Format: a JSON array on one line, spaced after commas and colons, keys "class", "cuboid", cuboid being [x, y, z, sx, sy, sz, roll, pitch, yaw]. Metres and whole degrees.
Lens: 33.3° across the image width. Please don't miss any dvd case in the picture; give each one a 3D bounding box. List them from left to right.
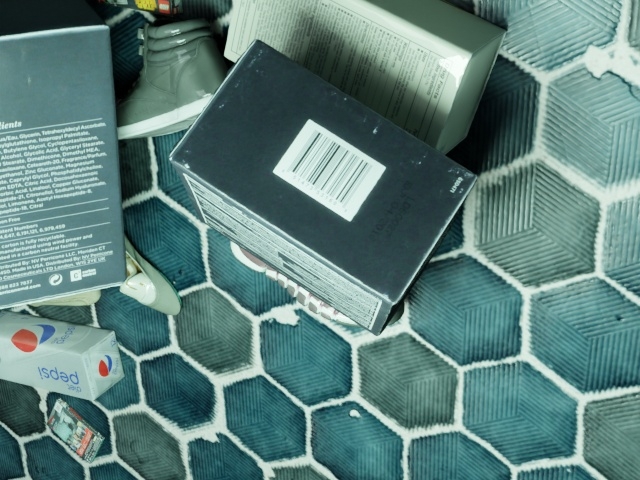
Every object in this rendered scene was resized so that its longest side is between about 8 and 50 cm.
[{"class": "dvd case", "cuboid": [-0.471, 0.365, 2.053, 0.119, 0.013, 0.087, 38, 130, 10]}]

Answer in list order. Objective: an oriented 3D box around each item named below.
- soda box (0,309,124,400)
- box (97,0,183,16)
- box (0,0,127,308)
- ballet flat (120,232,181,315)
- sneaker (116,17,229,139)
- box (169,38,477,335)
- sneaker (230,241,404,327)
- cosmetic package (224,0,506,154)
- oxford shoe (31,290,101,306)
[{"class": "soda box", "cuboid": [-0.495, 0.203, 1.927, 0.286, 0.091, 0.098, 7, 118, 31]}, {"class": "box", "cuboid": [-0.256, -0.369, 1.488, 0.137, 0.027, 0.094, 15, 124, 27]}, {"class": "box", "cuboid": [-0.426, -0.153, 1.526, 0.293, 0.212, 0.395, -132, 37, -51]}, {"class": "ballet flat", "cuboid": [-0.314, 0.049, 1.734, 0.213, 0.068, 0.072, 51, 131, -1]}, {"class": "sneaker", "cuboid": [-0.230, -0.228, 1.513, 0.295, 0.104, 0.147, -12, 93, 45]}, {"class": "box", "cuboid": [0.002, -0.051, 1.283, 0.296, 0.183, 0.294, 33, 169, 6]}, {"class": "sneaker", "cuboid": [0.000, 0.000, 1.472, 0.281, 0.106, 0.162, 26, 124, 21]}, {"class": "cosmetic package", "cuboid": [0.048, -0.239, 1.299, 0.309, 0.113, 0.160, 31, 128, 16]}, {"class": "oxford shoe", "cuboid": [-0.537, 0.054, 1.848, 0.397, 0.140, 0.146, 9, 144, 43]}]
